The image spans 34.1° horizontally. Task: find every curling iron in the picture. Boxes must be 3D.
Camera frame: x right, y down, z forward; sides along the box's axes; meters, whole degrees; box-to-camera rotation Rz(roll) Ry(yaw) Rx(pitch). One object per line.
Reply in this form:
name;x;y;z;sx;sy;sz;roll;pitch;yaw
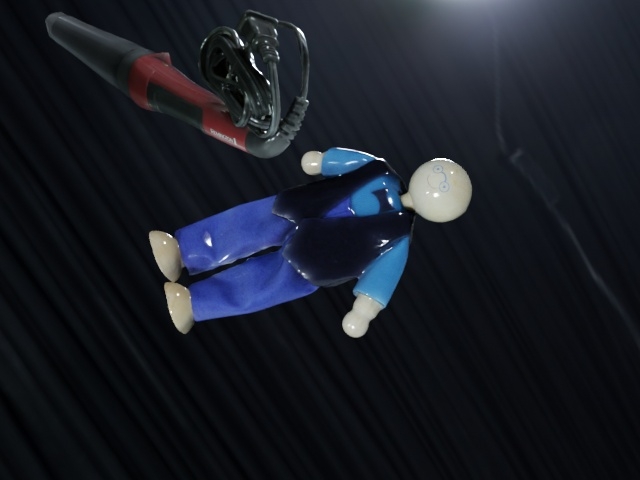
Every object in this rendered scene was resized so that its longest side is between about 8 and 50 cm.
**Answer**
curling iron;-0.090;-0.102;0.589;0.035;0.068;0.274;7;11;-38

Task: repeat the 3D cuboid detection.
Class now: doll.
doll;0.000;0.000;0.616;0.189;0.129;0.046;-20;-31;0
